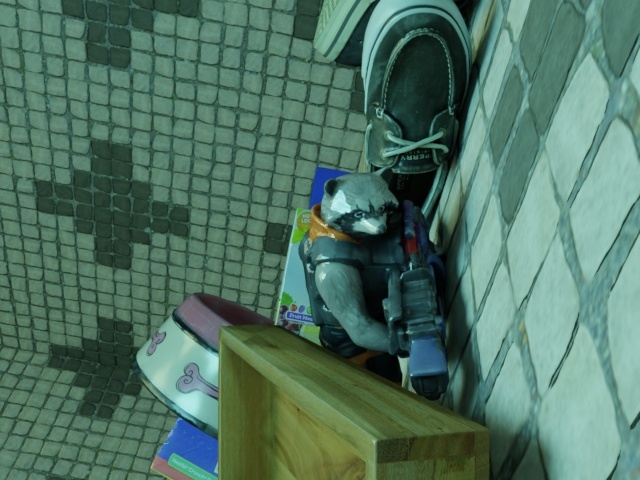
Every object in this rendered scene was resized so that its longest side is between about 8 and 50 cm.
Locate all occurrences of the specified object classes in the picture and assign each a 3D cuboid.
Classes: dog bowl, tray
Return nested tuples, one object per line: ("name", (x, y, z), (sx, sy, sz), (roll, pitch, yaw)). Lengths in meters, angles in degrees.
("dog bowl", (-0.098, 0.227, 1.250), (0.150, 0.408, 0.408), (-62, 1, 0))
("tray", (-0.006, 0.193, 0.574), (0.411, 0.076, 0.203), (-175, 86, -71))

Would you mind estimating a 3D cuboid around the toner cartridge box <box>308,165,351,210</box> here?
("toner cartridge box", (0.000, 0.000, 1.560), (0.348, 0.075, 0.165), (102, 179, -67))

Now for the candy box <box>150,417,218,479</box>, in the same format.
("candy box", (-0.106, 0.377, 1.295), (0.122, 0.268, 0.317), (-62, -8, -2))

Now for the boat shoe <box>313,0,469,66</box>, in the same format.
("boat shoe", (0.122, -0.334, 0.906), (0.500, 0.156, 0.187), (153, 133, -74))

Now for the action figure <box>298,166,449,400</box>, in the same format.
("action figure", (0.035, 0.094, 0.732), (0.341, 0.178, 0.330), (-71, -18, -74))

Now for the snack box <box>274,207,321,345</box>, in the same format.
("snack box", (0.028, 0.065, 1.161), (0.070, 0.174, 0.207), (134, 146, -86))

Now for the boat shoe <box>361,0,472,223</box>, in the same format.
("boat shoe", (0.110, -0.120, 0.843), (0.335, 0.121, 0.119), (84, -176, -51))
